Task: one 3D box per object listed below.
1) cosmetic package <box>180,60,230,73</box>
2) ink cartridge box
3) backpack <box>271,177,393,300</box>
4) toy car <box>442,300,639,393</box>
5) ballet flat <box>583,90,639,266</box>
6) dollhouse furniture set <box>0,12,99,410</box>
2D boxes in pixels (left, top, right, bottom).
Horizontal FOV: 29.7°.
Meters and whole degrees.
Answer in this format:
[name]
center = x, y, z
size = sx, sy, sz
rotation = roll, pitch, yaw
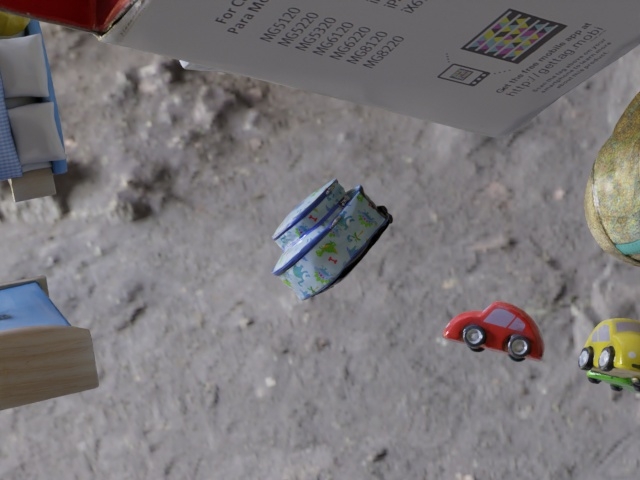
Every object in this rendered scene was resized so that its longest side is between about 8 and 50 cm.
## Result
[cosmetic package]
center = -0.026, -0.229, 0.777
size = 0.138, 0.224, 0.225
rotation = -33, -12, 24
[ink cartridge box]
center = -0.011, -0.225, 0.495
size = 0.272, 0.130, 0.309
rotation = 8, 63, -32
[backpack]
center = 0.000, 0.000, 1.235
size = 0.114, 0.084, 0.105
rotation = -51, 8, -32
[toy car]
center = 0.266, 0.107, 1.153
size = 0.239, 0.225, 0.053
rotation = 7, 80, 46
[ballet flat]
center = 0.297, -0.131, 0.784
size = 0.123, 0.123, 0.348
rotation = 27, 79, 41
[dollhouse furniture set]
center = -0.324, -0.032, 0.910
size = 0.287, 0.303, 0.198
rotation = -12, 14, -21
